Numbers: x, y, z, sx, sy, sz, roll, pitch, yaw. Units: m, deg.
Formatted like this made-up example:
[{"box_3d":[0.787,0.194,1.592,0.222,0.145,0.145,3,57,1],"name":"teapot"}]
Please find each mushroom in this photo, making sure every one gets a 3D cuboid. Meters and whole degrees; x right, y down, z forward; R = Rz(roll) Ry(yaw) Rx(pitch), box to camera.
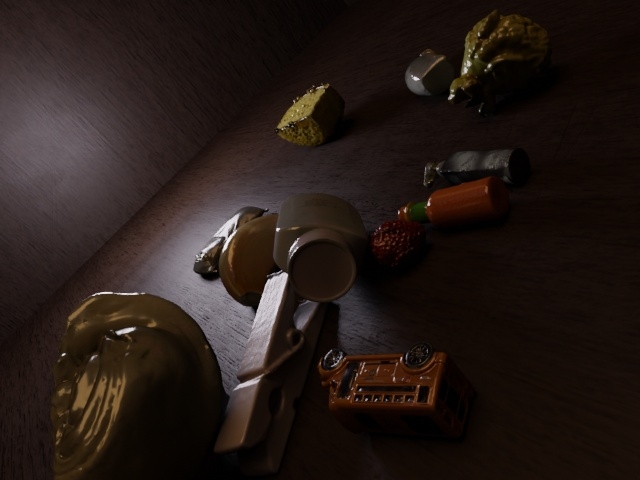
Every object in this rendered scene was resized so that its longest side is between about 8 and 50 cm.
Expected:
[{"box_3d":[0.274,-0.441,1.319,0.118,0.103,0.270,-34,21,16],"name":"mushroom"}]

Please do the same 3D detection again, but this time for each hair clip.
[{"box_3d":[-0.071,0.192,0.798,0.085,0.101,0.331,-19,35,31],"name":"hair clip"}]

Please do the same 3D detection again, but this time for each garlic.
[{"box_3d":[-0.126,0.033,1.116,0.164,0.145,0.245,21,59,26],"name":"garlic"}]

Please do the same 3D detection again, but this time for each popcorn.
[{"box_3d":[0.358,-0.348,1.009,0.173,0.168,0.195,-101,25,-49],"name":"popcorn"}]

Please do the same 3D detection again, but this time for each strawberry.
[{"box_3d":[0.130,0.005,0.840,0.096,0.083,0.083,-34,25,0],"name":"strawberry"}]

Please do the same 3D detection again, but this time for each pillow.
[{"box_3d":[-0.267,-0.007,1.425,0.255,0.059,0.169,-52,25,-20],"name":"pillow"}]

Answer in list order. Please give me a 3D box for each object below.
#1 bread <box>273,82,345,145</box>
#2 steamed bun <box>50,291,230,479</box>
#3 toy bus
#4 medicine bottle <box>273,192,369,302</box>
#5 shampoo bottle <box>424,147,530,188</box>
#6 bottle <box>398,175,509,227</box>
[{"box_3d":[-0.016,-0.377,1.575,0.260,0.147,0.160,-9,49,55],"name":"bread"},{"box_3d":[-0.258,0.250,0.765,0.247,0.352,0.339,-6,44,-17],"name":"steamed bun"},{"box_3d":[0.077,0.184,0.611,0.194,0.083,0.088,-15,36,41],"name":"toy bus"},{"box_3d":[0.000,0.000,0.892,0.161,0.111,0.296,6,17,-5],"name":"medicine bottle"},{"box_3d":[0.260,-0.122,0.879,0.063,0.057,0.207,-56,27,-14],"name":"shampoo bottle"},{"box_3d":[0.208,-0.054,0.827,0.187,0.069,0.069,-11,39,45],"name":"bottle"}]
